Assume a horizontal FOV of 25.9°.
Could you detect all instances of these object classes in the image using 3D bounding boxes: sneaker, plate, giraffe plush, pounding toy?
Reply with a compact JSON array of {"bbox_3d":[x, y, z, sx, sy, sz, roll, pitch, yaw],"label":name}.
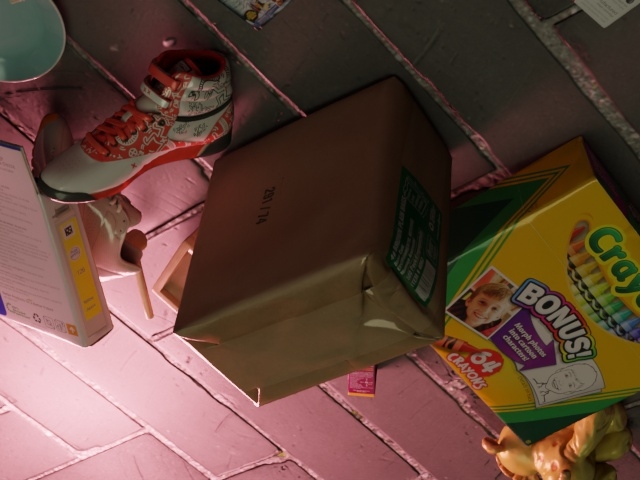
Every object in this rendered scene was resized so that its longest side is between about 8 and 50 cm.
[{"bbox_3d":[-0.307,-0.058,1.881,0.121,0.099,0.262,-7,123,7],"label":"sneaker"},{"bbox_3d":[-0.407,-0.277,1.737,0.188,0.024,0.188,6,137,6],"label":"plate"},{"bbox_3d":[0.349,0.316,2.112,0.170,0.210,0.181,17,149,37],"label":"giraffe plush"},{"bbox_3d":[-0.185,0.043,1.979,0.206,0.094,0.181,41,134,4],"label":"pounding toy"},{"bbox_3d":[-0.225,-0.150,1.703,0.270,0.090,0.145,-22,139,-29],"label":"sneaker"}]

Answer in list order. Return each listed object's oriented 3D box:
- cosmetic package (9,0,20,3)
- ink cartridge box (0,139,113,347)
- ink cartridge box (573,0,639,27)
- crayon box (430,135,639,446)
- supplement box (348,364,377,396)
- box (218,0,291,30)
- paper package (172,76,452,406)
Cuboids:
[{"bbox_3d":[-0.321,-0.326,1.636,0.115,0.041,0.060,-14,126,9],"label":"cosmetic package"},{"bbox_3d":[-0.431,-0.029,1.860,0.303,0.072,0.307,17,128,37],"label":"ink cartridge box"},{"bbox_3d":[0.330,-0.320,1.514,0.109,0.063,0.150,35,132,-23],"label":"ink cartridge box"},{"bbox_3d":[0.311,0.081,1.862,0.313,0.106,0.363,-30,124,21],"label":"crayon box"},{"bbox_3d":[0.064,0.189,2.098,0.043,0.055,0.083,4,137,5],"label":"supplement box"},{"bbox_3d":[-0.065,-0.315,1.624,0.094,0.027,0.137,35,132,-22],"label":"box"},{"bbox_3d":[0.000,0.000,1.724,0.309,0.325,0.168,-24,127,30],"label":"paper package"}]
